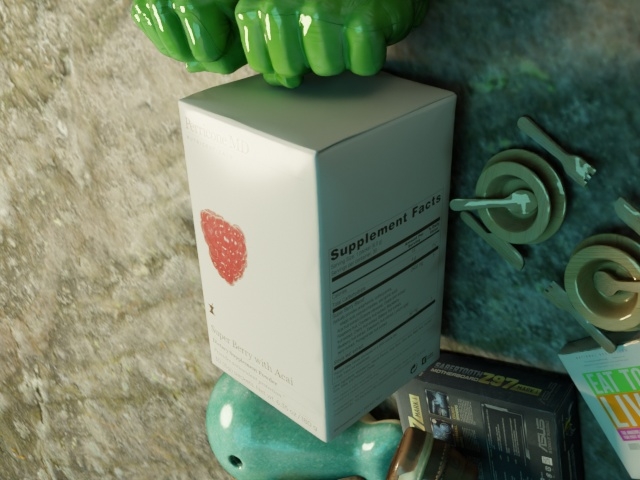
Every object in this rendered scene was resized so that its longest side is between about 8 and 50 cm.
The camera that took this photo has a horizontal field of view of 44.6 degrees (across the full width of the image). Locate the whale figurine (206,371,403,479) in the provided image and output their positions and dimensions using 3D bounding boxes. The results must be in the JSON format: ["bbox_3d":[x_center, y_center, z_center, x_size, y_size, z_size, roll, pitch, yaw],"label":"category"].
[{"bbox_3d":[-0.022,0.241,0.945,0.272,0.141,0.216,15,124,30],"label":"whale figurine"}]

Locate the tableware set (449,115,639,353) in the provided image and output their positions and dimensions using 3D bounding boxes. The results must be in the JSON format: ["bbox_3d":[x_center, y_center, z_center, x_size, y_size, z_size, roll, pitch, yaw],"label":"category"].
[{"bbox_3d":[0.201,0.002,0.657,0.194,0.039,0.128,47,137,23],"label":"tableware set"}]

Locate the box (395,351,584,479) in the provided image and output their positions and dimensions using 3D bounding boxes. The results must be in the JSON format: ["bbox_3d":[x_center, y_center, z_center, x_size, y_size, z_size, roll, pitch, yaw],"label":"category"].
[{"bbox_3d":[0.182,0.237,0.830,0.183,0.059,0.232,6,120,37],"label":"box"}]

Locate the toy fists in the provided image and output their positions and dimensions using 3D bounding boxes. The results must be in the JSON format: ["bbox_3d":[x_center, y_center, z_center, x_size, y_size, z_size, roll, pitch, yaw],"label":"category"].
[{"bbox_3d":[-0.048,-0.198,0.691,0.279,0.142,0.096,17,126,32],"label":"toy fists"}]

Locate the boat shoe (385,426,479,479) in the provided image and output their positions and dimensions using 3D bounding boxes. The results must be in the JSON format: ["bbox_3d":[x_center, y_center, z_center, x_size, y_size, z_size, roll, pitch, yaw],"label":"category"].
[{"bbox_3d":[0.102,0.306,0.838,0.095,0.095,0.257,20,136,7],"label":"boat shoe"}]

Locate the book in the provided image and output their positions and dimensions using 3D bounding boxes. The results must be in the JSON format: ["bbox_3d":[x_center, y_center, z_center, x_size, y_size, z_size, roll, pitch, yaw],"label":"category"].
[{"bbox_3d":[0.292,0.149,0.706,0.096,0.035,0.144,-26,99,50],"label":"book"}]

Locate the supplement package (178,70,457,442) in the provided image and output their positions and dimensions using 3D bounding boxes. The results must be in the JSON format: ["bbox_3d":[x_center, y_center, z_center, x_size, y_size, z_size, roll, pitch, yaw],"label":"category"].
[{"bbox_3d":[0.000,0.000,0.736,0.177,0.175,0.292,26,130,39],"label":"supplement package"}]
